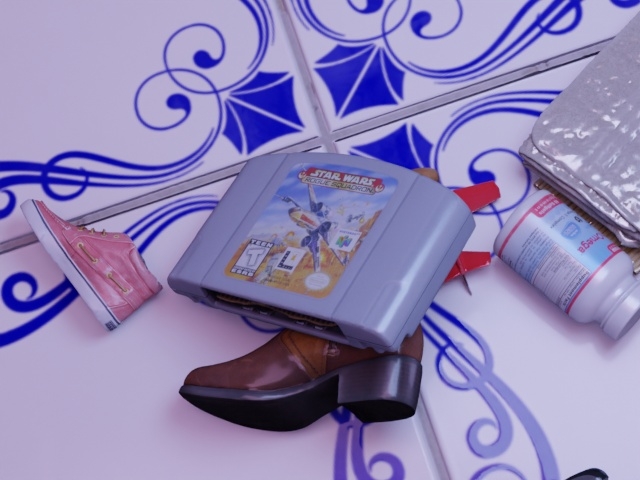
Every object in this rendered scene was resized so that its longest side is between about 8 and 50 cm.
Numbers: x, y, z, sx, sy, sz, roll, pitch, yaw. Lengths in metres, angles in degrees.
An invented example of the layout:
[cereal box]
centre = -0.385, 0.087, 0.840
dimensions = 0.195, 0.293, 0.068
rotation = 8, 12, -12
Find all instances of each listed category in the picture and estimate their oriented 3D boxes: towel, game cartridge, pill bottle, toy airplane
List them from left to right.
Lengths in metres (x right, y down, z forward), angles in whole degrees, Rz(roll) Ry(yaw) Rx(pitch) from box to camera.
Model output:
[game cartridge]
centre = 0.000, 0.000, 1.380
dimensions = 0.297, 0.062, 0.198
rotation = 12, 62, 38
[toy airplane]
centre = 0.131, -0.010, 1.452
dimensions = 0.151, 0.028, 0.151
rotation = -3, 70, 8
[pill bottle]
centre = 0.263, 0.027, 1.390
dimensions = 0.160, 0.087, 0.087
rotation = 41, 79, 18
[towel]
centre = 0.363, -0.135, 1.440
dimensions = 0.187, 0.049, 0.282
rotation = 41, 78, 19

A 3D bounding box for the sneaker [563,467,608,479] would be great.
[sneaker]
centre = 0.209, 0.289, 1.304
dimensions = 0.188, 0.078, 0.067
rotation = -33, 69, -6

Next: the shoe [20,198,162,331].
[shoe]
centre = -0.251, 0.009, 1.479
dimensions = 0.081, 0.063, 0.178
rotation = -37, 75, -8

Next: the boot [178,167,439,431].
[boot]
centre = -0.012, 0.050, 1.413
dimensions = 0.264, 0.096, 0.281
rotation = -10, 58, 27

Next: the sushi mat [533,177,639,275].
[sushi mat]
centre = 0.395, -0.110, 1.460
dimensions = 0.316, 0.019, 0.151
rotation = -40, 69, -8
